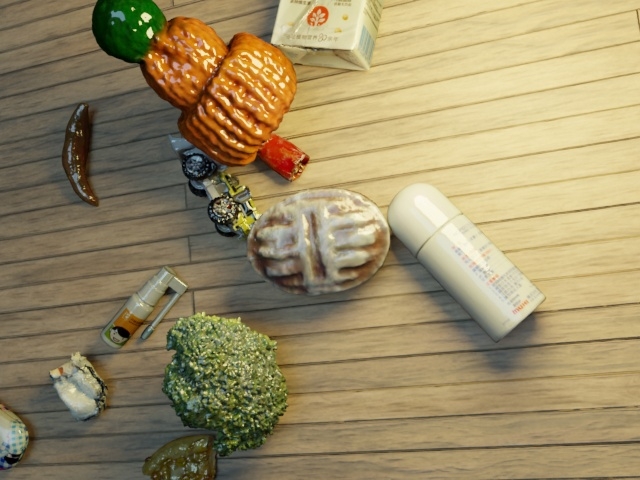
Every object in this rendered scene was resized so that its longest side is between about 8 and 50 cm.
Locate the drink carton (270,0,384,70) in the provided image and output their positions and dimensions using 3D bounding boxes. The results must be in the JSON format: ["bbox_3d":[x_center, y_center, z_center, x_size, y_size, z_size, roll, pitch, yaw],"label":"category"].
[{"bbox_3d":[0.033,-0.534,1.425,0.194,0.132,0.324,11,86,19],"label":"drink carton"}]

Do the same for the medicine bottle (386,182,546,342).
[{"bbox_3d":[0.266,0.029,1.292,0.130,0.130,0.341,-44,75,9],"label":"medicine bottle"}]

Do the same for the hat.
[{"bbox_3d":[-0.264,-0.320,1.330,0.400,0.285,0.285,21,91,-18],"label":"hat"}]

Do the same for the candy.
[{"bbox_3d":[0.000,0.000,1.369,0.290,0.157,0.214,-8,96,10],"label":"candy"}]

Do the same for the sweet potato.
[{"bbox_3d":[-0.589,-0.206,1.632,0.078,0.058,0.255,-5,87,-3],"label":"sweet potato"}]

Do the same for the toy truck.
[{"bbox_3d":[-0.226,-0.121,1.470,0.111,0.136,0.286,-32,77,-10],"label":"toy truck"}]

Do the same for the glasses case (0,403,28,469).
[{"bbox_3d":[-0.848,0.438,1.638,0.327,0.076,0.125,26,91,19],"label":"glasses case"}]

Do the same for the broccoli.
[{"bbox_3d":[-0.187,0.283,1.359,0.235,0.260,0.288,-7,84,3],"label":"broccoli"}]

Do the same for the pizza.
[{"bbox_3d":[-0.305,0.514,1.464,0.182,0.062,0.161,-14,82,15],"label":"pizza"}]

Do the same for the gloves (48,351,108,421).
[{"bbox_3d":[-0.551,0.341,1.557,0.114,0.070,0.153,-34,82,3],"label":"gloves"}]

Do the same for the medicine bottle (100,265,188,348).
[{"bbox_3d":[-0.402,0.161,1.537,0.092,0.061,0.220,40,98,-7],"label":"medicine bottle"}]

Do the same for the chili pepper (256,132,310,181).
[{"bbox_3d":[-0.086,-0.189,1.462,0.123,0.073,0.070,37,55,16],"label":"chili pepper"}]
